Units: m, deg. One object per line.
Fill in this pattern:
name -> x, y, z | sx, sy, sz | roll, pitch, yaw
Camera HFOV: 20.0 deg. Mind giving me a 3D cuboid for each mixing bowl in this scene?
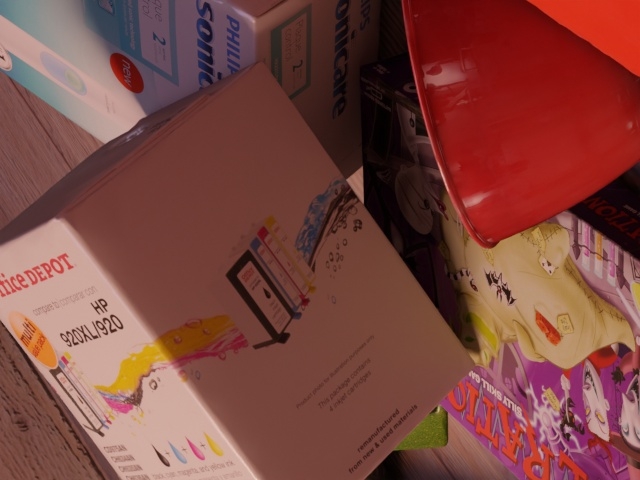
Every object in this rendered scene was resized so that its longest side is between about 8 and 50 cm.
mixing bowl -> 0.109, -0.093, 0.848 | 0.181, 0.098, 0.181 | -11, -90, -72

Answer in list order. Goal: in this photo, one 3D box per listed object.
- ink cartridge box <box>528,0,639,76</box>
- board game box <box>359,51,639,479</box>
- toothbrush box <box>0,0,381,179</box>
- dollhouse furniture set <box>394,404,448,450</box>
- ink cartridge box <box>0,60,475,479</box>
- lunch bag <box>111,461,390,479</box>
ink cartridge box -> 0.188, -0.056, 0.650 | 0.239, 0.060, 0.275 | 32, 163, -7
board game box -> 0.126, 0.044, 1.058 | 0.347, 0.056, 0.208 | 41, 145, 51
toothbrush box -> -0.107, -0.165, 1.207 | 0.295, 0.126, 0.216 | 34, 147, 24
dollhouse furniture set -> 0.000, 0.000, 1.386 | 0.301, 0.151, 0.197 | -97, 0, -60
ink cartridge box -> -0.065, 0.044, 1.098 | 0.233, 0.168, 0.171 | 54, 149, -10
lunch bag -> -0.065, 0.157, 1.567 | 0.235, 0.169, 0.287 | 55, -164, 16
